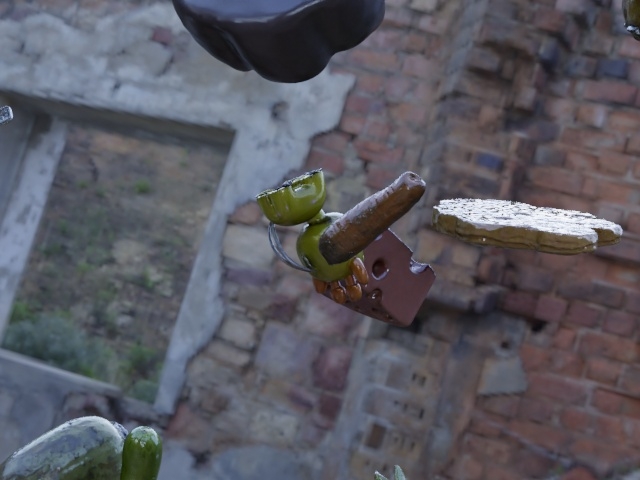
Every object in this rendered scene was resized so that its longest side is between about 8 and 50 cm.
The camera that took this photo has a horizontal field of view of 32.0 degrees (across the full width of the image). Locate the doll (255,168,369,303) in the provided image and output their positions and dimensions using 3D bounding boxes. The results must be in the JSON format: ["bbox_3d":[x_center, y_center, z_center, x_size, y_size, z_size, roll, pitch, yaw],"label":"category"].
[{"bbox_3d":[0.000,0.000,1.745,0.135,0.221,0.143,-32,11,-35],"label":"doll"}]

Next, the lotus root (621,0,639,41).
[{"bbox_3d":[0.649,-0.484,1.825,0.196,0.397,0.179,32,9,-12],"label":"lotus root"}]

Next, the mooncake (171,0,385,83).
[{"bbox_3d":[-0.044,-0.294,1.248,0.245,0.245,0.133,13,-23,29],"label":"mooncake"}]

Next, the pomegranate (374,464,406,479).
[{"bbox_3d":[0.191,0.599,2.186,0.260,0.260,0.341,26,25,-52],"label":"pomegranate"}]

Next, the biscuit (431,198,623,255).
[{"bbox_3d":[0.313,-0.018,1.717,0.269,0.051,0.376,0,9,-16],"label":"biscuit"}]

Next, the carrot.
[{"bbox_3d":[0.073,-0.032,1.572,0.060,0.186,0.060,43,22,-22],"label":"carrot"}]

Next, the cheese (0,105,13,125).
[{"bbox_3d":[-0.612,-0.195,1.986,0.162,0.086,0.036,-22,-21,20],"label":"cheese"}]

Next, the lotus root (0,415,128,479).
[{"bbox_3d":[-0.471,0.431,1.981,0.173,0.309,0.173,45,-28,32],"label":"lotus root"}]

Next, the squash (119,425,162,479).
[{"bbox_3d":[-0.303,0.396,1.864,0.066,0.201,0.066,9,26,-4],"label":"squash"}]

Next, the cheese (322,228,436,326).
[{"bbox_3d":[0.107,0.058,1.965,0.177,0.128,0.203,30,-19,1],"label":"cheese"}]
